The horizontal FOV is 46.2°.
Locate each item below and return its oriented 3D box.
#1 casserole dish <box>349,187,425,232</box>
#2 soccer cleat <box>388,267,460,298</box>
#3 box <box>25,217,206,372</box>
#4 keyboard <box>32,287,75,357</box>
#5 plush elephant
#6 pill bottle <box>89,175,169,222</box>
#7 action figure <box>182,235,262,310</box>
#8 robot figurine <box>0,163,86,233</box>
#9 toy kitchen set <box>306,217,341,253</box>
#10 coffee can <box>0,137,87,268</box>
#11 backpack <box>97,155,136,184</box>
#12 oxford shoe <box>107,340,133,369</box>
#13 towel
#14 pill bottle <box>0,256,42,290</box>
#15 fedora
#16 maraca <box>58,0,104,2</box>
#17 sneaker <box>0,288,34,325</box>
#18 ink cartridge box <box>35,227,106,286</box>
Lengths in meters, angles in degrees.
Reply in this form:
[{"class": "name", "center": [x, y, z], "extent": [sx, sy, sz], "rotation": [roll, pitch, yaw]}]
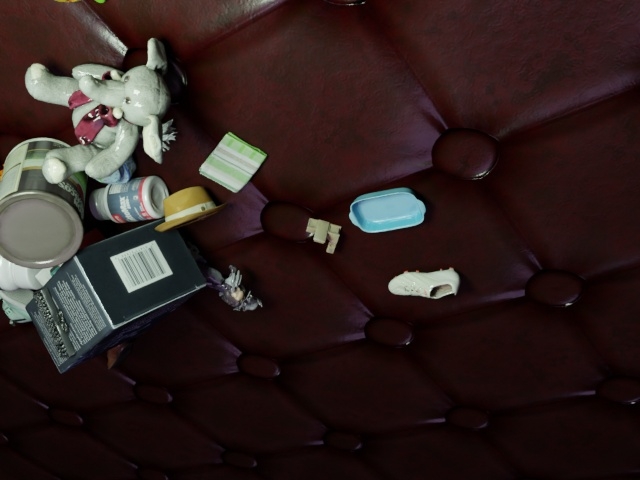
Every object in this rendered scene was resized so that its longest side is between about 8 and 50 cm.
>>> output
[{"class": "casserole dish", "center": [0.161, -0.076, 1.798], "extent": [0.188, 0.037, 0.114], "rotation": [-11, 133, 23]}, {"class": "soccer cleat", "center": [0.266, 0.119, 1.951], "extent": [0.196, 0.076, 0.068], "rotation": [-10, 133, 24]}, {"class": "box", "center": [-0.539, 0.146, 1.956], "extent": [0.395, 0.293, 0.212], "rotation": [-34, 84, 47]}, {"class": "keyboard", "center": [-0.666, 0.207, 1.876], "extent": [0.108, 0.023, 0.180], "rotation": [-17, 98, 46]}, {"class": "plush elephant", "center": [-0.425, -0.279, 1.569], "extent": [0.329, 0.272, 0.255], "rotation": [1, 160, -30]}, {"class": "pill bottle", "center": [-0.482, -0.099, 1.884], "extent": [0.180, 0.108, 0.108], "rotation": [-6, 134, 21]}, {"class": "action figure", "center": [-0.281, 0.109, 2.048], "extent": [0.285, 0.099, 0.185], "rotation": [31, 150, -7]}, {"class": "robot figurine", "center": [-0.767, -0.080, 1.994], "extent": [0.211, 0.085, 0.291], "rotation": [-15, 131, 29]}, {"class": "toy kitchen set", "center": [0.000, 0.000, 1.897], "extent": [0.083, 0.068, 0.075], "rotation": [16, 138, -2]}, {"class": "coffee can", "center": [-0.658, -0.093, 1.766], "extent": [0.201, 0.275, 0.202], "rotation": [-7, 125, -10]}, {"class": "backpack", "center": [-0.508, -0.185, 1.815], "extent": [0.104, 0.084, 0.114], "rotation": [3, 140, 14]}, {"class": "oxford shoe", "center": [-0.673, 0.360, 2.474], "extent": [0.076, 0.076, 0.212], "rotation": [46, 139, 9]}, {"class": "towel", "center": [-0.209, -0.186, 1.789], "extent": [0.113, 0.023, 0.152], "rotation": [28, 134, -19]}, {"class": "pill bottle", "center": [-0.926, 0.059, 2.127], "extent": [0.283, 0.161, 0.161], "rotation": [5, 137, 9]}, {"class": "fedora", "center": [-0.326, -0.083, 1.846], "extent": [0.194, 0.194, 0.079], "rotation": [-21, 91, 32]}, {"class": "maraca", "center": [-0.477, -0.512, 1.449], "extent": [0.185, 0.099, 0.127], "rotation": [5, 155, -29]}, {"class": "sneaker", "center": [-0.966, 0.174, 2.314], "extent": [0.151, 0.094, 0.256], "rotation": [-13, 131, 30]}, {"class": "ink cartridge box", "center": [-0.668, 0.050, 2.062], "extent": [0.231, 0.134, 0.078], "rotation": [-34, 97, 38]}]
